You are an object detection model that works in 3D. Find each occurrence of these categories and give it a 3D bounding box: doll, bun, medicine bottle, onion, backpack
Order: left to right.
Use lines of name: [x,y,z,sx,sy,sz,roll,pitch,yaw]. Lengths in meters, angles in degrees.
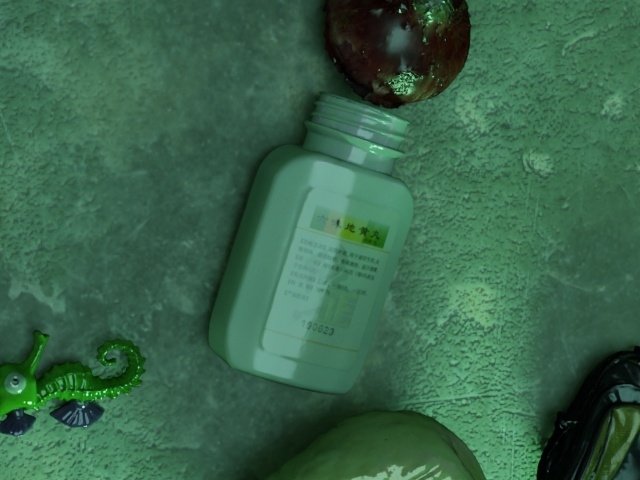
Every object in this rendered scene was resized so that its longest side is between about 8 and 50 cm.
doll: [-0.284,0.153,1.762,0.190,0.050,0.115,-3,109,-23]
medicine bottle: [0.000,0.000,1.809,0.179,0.124,0.324,16,96,-23]
bun: [0.064,0.372,1.863,0.361,0.213,0.361,0,92,-8]
onion: [0.095,-0.239,1.787,0.184,0.147,0.184,2,85,-23]
backpack: [0.383,0.260,2.020,0.206,0.133,0.258,29,82,-16]
